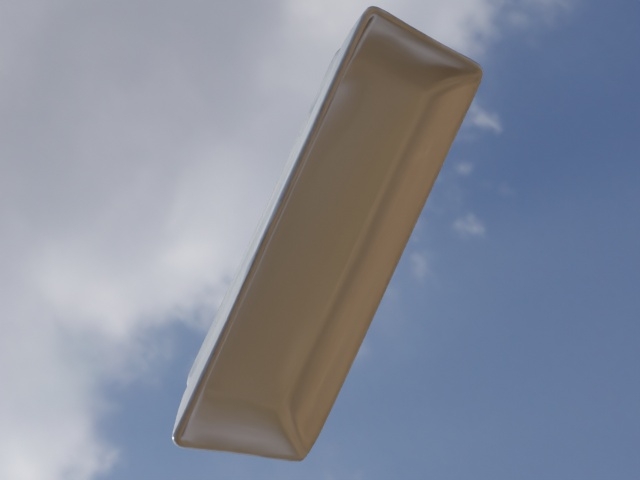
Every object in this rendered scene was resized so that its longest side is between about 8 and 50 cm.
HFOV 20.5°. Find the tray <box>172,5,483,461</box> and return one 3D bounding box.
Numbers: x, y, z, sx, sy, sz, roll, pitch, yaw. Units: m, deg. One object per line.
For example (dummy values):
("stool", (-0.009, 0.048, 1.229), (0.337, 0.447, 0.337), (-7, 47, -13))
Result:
("tray", (0.000, 0.000, 1.041), (0.145, 0.030, 0.270), (18, -83, -58))
